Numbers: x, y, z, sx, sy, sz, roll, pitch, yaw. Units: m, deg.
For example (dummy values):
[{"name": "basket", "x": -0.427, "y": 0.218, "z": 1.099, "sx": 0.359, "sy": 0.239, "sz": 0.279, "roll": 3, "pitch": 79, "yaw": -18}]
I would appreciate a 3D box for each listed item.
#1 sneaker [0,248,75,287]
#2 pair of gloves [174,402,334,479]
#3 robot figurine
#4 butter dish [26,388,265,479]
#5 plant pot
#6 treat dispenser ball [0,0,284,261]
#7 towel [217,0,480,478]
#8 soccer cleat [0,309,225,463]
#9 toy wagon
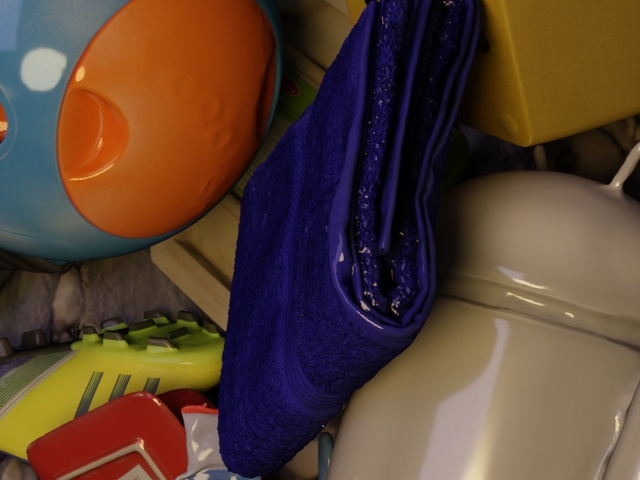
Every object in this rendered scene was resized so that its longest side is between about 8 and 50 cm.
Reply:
[{"name": "sneaker", "x": -0.293, "y": -0.024, "z": 1.544, "sx": 0.341, "sy": 0.125, "sz": 0.140, "roll": -14, "pitch": 41, "yaw": 39}, {"name": "pair of gloves", "x": -0.015, "y": 0.189, "z": 1.206, "sx": 0.198, "sy": 0.023, "sz": 0.159, "roll": 2, "pitch": 88, "yaw": -1}, {"name": "robot figurine", "x": 0.116, "y": 0.110, "z": 1.071, "sx": 0.300, "sy": 0.200, "sz": 0.353, "roll": 9, "pitch": 81, "yaw": 55}, {"name": "butter dish", "x": -0.104, "y": 0.170, "z": 1.305, "sx": 0.160, "sy": 0.118, "sz": 0.160, "roll": -27, "pitch": 100, "yaw": 40}, {"name": "plant pot", "x": 0.126, "y": -0.178, "z": 1.100, "sx": 0.187, "sy": 0.212, "sz": 0.212, "roll": -39, "pitch": 42, "yaw": -26}, {"name": "treat dispenser ball", "x": -0.169, "y": -0.129, "z": 1.239, "sx": 0.288, "sy": 0.288, "sz": 0.288, "roll": -14, "pitch": 68, "yaw": 37}, {"name": "towel", "x": 0.000, "y": 0.000, "z": 1.074, "sx": 0.308, "sy": 0.076, "sz": 0.228, "roll": 125, "pitch": 159, "yaw": -62}, {"name": "soccer cleat", "x": -0.177, "y": 0.125, "z": 1.408, "sx": 0.289, "sy": 0.093, "sz": 0.121, "roll": -9, "pitch": 93, "yaw": 36}, {"name": "toy wagon", "x": 0.001, "y": -0.097, "z": 1.327, "sx": 0.267, "sy": 0.068, "sz": 0.344, "roll": 40, "pitch": 102, "yaw": 40}]
